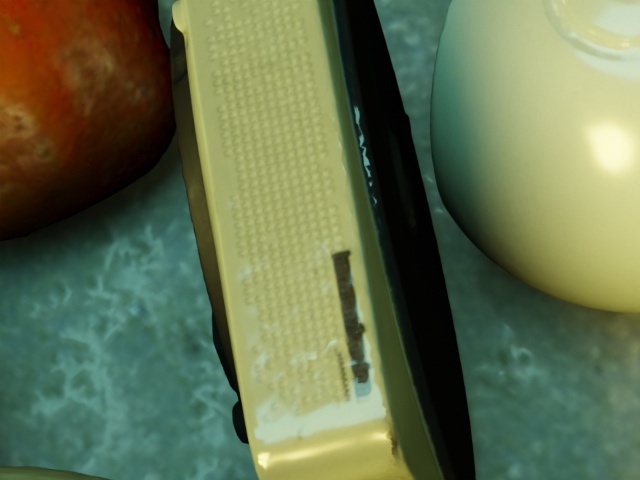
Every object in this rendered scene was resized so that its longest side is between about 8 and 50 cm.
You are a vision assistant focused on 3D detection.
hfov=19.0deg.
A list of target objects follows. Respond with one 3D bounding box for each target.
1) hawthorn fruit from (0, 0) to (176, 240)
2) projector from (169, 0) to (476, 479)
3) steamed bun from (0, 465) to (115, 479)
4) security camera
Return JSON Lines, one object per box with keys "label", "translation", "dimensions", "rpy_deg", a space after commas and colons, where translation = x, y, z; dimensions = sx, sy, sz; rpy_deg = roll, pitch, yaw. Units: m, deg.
{"label": "hawthorn fruit", "translation": [-0.152, -0.095, 0.845], "dimensions": [0.169, 0.188, 0.169], "rpy_deg": [-13, 46, 14]}
{"label": "projector", "translation": [0.000, 0.000, 0.736], "dimensions": [0.079, 0.259, 0.257], "rpy_deg": [-13, 67, 8]}
{"label": "steamed bun", "translation": [-0.094, 0.208, 0.646], "dimensions": [0.333, 0.312, 0.233], "rpy_deg": [28, 37, -13]}
{"label": "security camera", "translation": [0.152, -0.075, 0.772], "dimensions": [0.236, 0.194, 0.194], "rpy_deg": [-45, 67, -4]}
